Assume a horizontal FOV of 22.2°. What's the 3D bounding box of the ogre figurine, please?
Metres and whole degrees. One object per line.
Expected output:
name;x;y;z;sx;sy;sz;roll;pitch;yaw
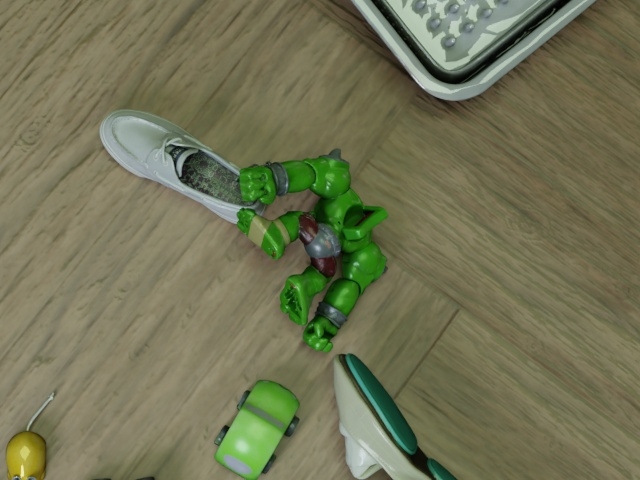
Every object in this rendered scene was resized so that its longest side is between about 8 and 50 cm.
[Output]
ogre figurine;0.000;0.000;1.583;0.118;0.097;0.197;-33;93;-26

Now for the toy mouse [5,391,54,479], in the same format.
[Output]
toy mouse;-0.334;0.216;1.547;0.143;0.031;0.161;6;78;-4

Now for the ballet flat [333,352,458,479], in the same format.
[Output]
ballet flat;0.075;0.222;1.564;0.086;0.086;0.248;-40;85;-11

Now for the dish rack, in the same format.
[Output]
dish rack;0.127;-0.334;1.659;0.285;0.072;0.333;-39;92;-8

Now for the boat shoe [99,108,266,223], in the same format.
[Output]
boat shoe;-0.136;-0.075;1.608;0.184;0.063;0.066;36;78;2

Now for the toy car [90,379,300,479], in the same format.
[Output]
toy car;-0.093;0.232;1.555;0.239;0.053;0.225;30;78;1
